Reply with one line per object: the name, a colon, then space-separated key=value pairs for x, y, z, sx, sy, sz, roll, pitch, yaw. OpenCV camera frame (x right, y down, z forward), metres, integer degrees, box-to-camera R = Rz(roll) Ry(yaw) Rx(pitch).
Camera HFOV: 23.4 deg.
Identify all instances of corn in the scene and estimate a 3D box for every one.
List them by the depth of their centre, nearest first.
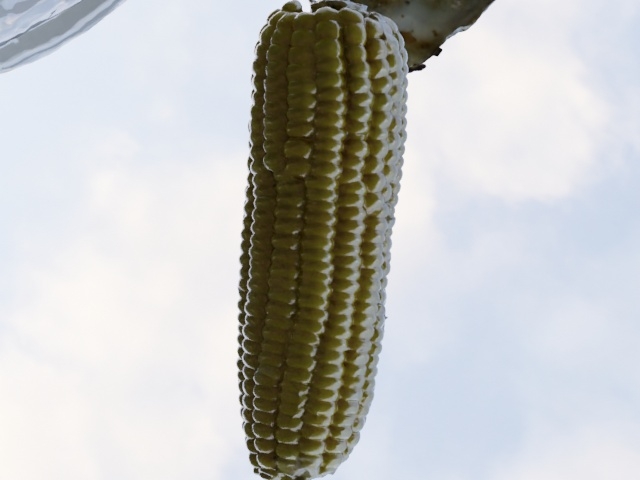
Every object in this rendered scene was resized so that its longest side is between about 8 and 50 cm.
corn: x=0.000 y=0.000 z=0.738 sx=0.080 sy=0.080 sz=0.231 roll=7 pitch=-83 yaw=36

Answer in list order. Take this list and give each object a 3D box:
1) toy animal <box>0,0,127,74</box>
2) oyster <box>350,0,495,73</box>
toy animal: x=-0.129 y=-0.186 z=0.658 sx=0.206 sy=0.271 sz=0.265 roll=5 pitch=-123 yaw=45
oyster: x=0.079 y=-0.252 z=1.031 sx=0.294 sy=0.166 sz=0.094 roll=-63 pitch=-164 yaw=-8
